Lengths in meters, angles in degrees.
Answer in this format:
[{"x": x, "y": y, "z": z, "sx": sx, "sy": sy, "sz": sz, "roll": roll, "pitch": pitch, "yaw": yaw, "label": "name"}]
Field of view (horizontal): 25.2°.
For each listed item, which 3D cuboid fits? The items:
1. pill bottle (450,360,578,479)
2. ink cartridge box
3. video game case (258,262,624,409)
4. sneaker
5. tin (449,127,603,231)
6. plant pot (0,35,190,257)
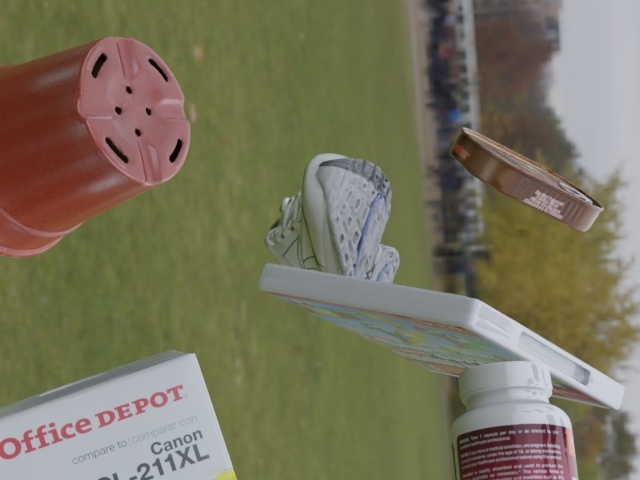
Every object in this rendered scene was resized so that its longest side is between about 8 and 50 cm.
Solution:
[{"x": 0.135, "y": 0.164, "z": 0.988, "sx": 0.086, "sy": 0.086, "sz": 0.152, "roll": 70, "pitch": 15, "yaw": -69, "label": "pill bottle"}, {"x": -0.103, "y": 0.159, "z": 0.756, "sx": 0.072, "sy": 0.127, "sz": 0.175, "roll": 162, "pitch": -91, "yaw": -76, "label": "ink cartridge box"}, {"x": 0.108, "y": 0.083, "z": 1.201, "sx": 0.285, "sy": 0.204, "sz": 0.025, "roll": 30, "pitch": 73, "yaw": -51, "label": "video game case"}, {"x": 0.000, "y": 0.000, "z": 1.420, "sx": 0.297, "sy": 0.129, "sz": 0.111, "roll": 82, "pitch": 32, "yaw": -64, "label": "sneaker"}, {"x": 0.218, "y": -0.064, "z": 1.525, "sx": 0.040, "sy": 0.190, "sz": 0.106, "roll": -57, "pitch": -149, "yaw": 16, "label": "tin"}, {"x": -0.336, "y": -0.139, "z": 1.910, "sx": 0.272, "sy": 0.265, "sz": 0.272, "roll": 25, "pitch": 57, "yaw": -46, "label": "plant pot"}]
